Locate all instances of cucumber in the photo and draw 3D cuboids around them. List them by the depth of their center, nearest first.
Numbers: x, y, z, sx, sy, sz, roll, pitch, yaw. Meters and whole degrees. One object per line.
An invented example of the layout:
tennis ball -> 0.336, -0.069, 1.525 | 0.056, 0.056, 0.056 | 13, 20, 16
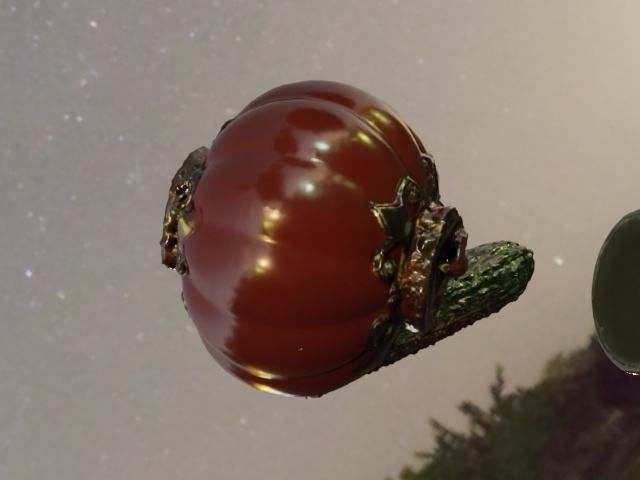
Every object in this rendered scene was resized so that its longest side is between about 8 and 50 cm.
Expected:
cucumber -> 0.113, 0.078, 1.342 | 0.359, 0.096, 0.096 | -20, -32, -33

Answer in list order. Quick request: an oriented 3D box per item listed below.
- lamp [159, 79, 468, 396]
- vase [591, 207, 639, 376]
lamp -> 0.000, 0.000, 0.818 | 0.227, 0.227, 0.227 | -49, -15, -18
vase -> 0.327, 0.032, 0.748 | 0.156, 0.301, 0.251 | 140, 131, -63
